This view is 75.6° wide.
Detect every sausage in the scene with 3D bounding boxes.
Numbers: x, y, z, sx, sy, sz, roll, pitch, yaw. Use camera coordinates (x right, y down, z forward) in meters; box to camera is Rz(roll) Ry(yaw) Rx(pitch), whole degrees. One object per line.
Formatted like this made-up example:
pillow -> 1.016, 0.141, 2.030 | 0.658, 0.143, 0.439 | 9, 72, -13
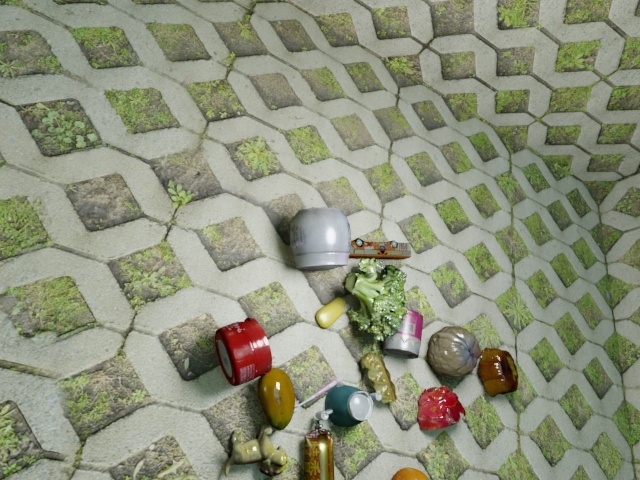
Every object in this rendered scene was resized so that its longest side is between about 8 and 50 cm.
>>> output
sausage -> -0.002, 0.858, 1.576 | 0.125, 0.117, 0.318 | -3, 69, 8

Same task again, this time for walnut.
walnut -> 0.639, 0.534, 1.998 | 0.248, 0.248, 0.249 | 11, 67, -25

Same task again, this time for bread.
bread -> 0.267, 0.606, 1.832 | 0.128, 0.088, 0.232 | -16, 77, -60
bread -> 0.932, 0.681, 2.158 | 0.232, 0.135, 0.247 | 9, 64, -41

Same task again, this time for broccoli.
broccoli -> 0.245, 0.251, 1.864 | 0.318, 0.277, 0.338 | 53, 49, -9

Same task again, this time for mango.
mango -> -0.164, 0.602, 1.580 | 0.151, 0.120, 0.221 | 0, 69, -60

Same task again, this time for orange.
orange -> 0.378, 1.044, 1.695 | 0.193, 0.161, 0.194 | 9, 65, -21

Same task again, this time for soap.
soap -> 0.051, 0.327, 1.865 | 0.168, 0.033, 0.089 | -29, 89, -34

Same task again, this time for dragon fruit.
dragon fruit -> 0.580, 0.780, 1.929 | 0.261, 0.189, 0.163 | -10, 107, -35

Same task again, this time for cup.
cup -> 0.125, 0.676, 1.688 | 0.299, 0.173, 0.168 | -6, 73, -30

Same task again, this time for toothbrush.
toothbrush -> -0.011, 0.639, 1.716 | 0.286, 0.025, 0.020 | -22, 83, -34

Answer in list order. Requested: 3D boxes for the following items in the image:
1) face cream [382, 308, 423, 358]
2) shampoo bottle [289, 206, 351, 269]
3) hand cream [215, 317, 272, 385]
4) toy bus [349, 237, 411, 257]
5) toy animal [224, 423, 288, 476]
face cream -> 0.384, 0.435, 1.923 | 0.175, 0.175, 0.195 | 25, 62, -19
shampoo bottle -> 0.000, 0.000, 1.819 | 0.272, 0.273, 0.267 | 3, 80, -28
hand cream -> -0.290, 0.413, 1.531 | 0.149, 0.230, 0.230 | -17, 80, -30
toy bus -> 0.276, 0.044, 2.064 | 0.408, 0.093, 0.092 | 2, 77, -28
toy animal -> -0.223, 0.766, 1.501 | 0.233, 0.121, 0.169 | 12, 77, -22
